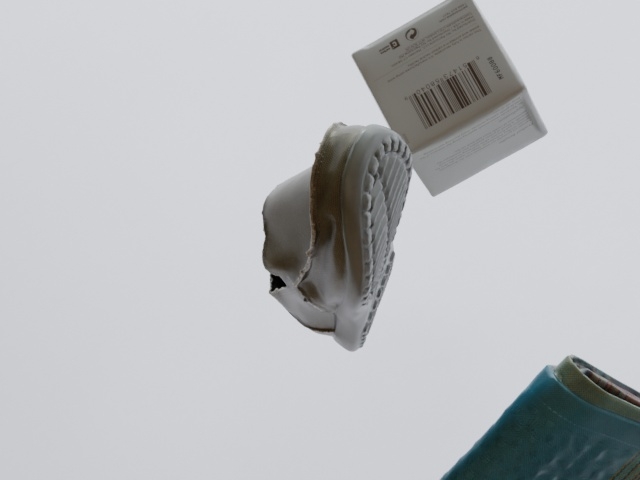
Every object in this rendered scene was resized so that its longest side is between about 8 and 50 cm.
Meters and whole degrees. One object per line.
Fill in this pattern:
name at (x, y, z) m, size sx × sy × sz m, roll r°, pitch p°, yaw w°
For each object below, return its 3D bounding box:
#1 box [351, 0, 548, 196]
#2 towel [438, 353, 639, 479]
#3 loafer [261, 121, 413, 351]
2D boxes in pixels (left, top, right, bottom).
box at (0.096, -0.108, 1.295) m, size 0.101 × 0.087 × 0.102 m, roll -29°, pitch -118°, yaw 7°
towel at (0.133, 0.246, 1.242) m, size 0.271 × 0.040 × 0.370 m, roll 27°, pitch -64°, yaw -37°
loafer at (0.000, 0.000, 1.106) m, size 0.087 × 0.094 × 0.251 m, roll 19°, pitch -25°, yaw 6°
